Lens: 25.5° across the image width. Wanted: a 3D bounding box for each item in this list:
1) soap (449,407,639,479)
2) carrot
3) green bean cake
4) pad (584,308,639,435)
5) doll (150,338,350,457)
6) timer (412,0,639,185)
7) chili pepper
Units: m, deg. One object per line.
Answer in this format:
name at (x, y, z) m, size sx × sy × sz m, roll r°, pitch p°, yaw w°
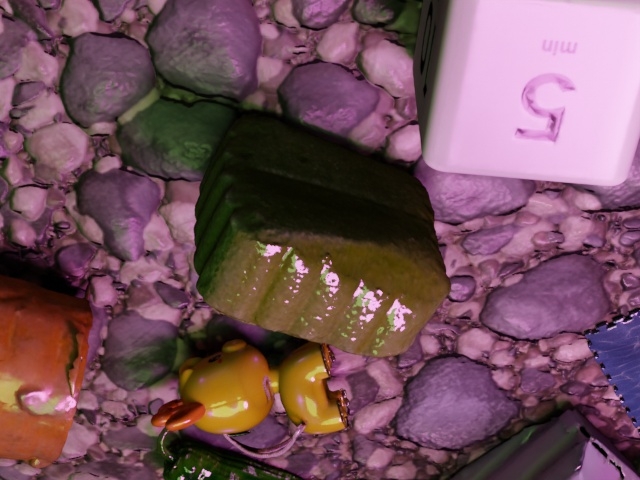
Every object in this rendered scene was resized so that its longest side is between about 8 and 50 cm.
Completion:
soap at (0.197, 0.412, 1.686) m, size 0.446 × 0.261 × 0.156 m, roll -45°, pitch 110°, yaw 7°
carrot at (-0.430, 0.124, 1.509) m, size 0.340 × 0.224 × 0.224 m, roll 11°, pitch 126°, yaw -17°
green bean cake at (0.000, 0.000, 1.411) m, size 0.248 × 0.222 × 0.125 m, roll 18°, pitch 124°, yaw -17°
pad at (0.477, 0.148, 1.655) m, size 0.269 × 0.012 × 0.269 m, roll -25°, pitch 123°, yaw 17°
doll at (-0.083, 0.178, 1.610) m, size 0.220 × 0.143 × 0.135 m, roll -13°, pitch 98°, yaw 2°
timer at (0.195, -0.184, 1.289) m, size 0.194 × 0.192 × 0.195 m, roll 5°, pitch 127°, yaw -4°
chili pepper at (-0.095, 0.306, 1.739) m, size 0.257 × 0.074 × 0.100 m, roll 24°, pitch 121°, yaw -22°
